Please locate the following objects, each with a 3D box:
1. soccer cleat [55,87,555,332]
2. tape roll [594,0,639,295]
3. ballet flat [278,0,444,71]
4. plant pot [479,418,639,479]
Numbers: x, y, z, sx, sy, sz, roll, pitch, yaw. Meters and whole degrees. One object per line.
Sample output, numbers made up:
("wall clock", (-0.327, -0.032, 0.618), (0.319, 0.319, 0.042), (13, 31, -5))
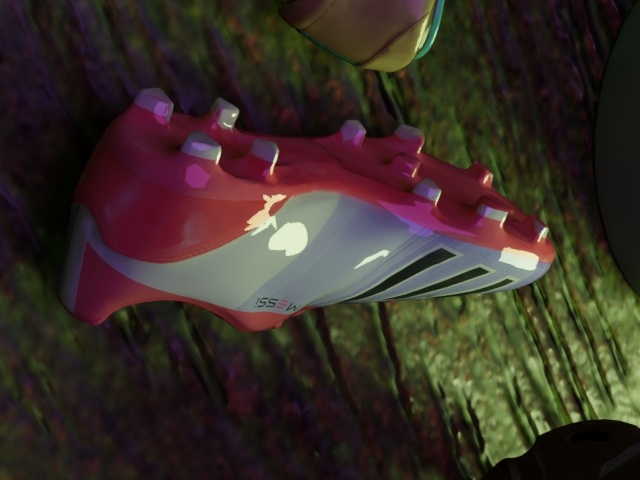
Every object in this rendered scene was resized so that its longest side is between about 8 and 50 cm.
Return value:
("soccer cleat", (0.000, 0.000, 0.685), (0.248, 0.083, 0.095), (9, 119, -43))
("tape roll", (0.249, -0.054, 0.863), (0.219, 0.072, 0.219), (-4, 97, -38))
("ballet flat", (0.034, -0.191, 0.682), (0.073, 0.080, 0.232), (13, 85, -23))
("plant pot", (0.152, 0.184, 0.767), (0.167, 0.167, 0.165), (-49, 114, -23))
